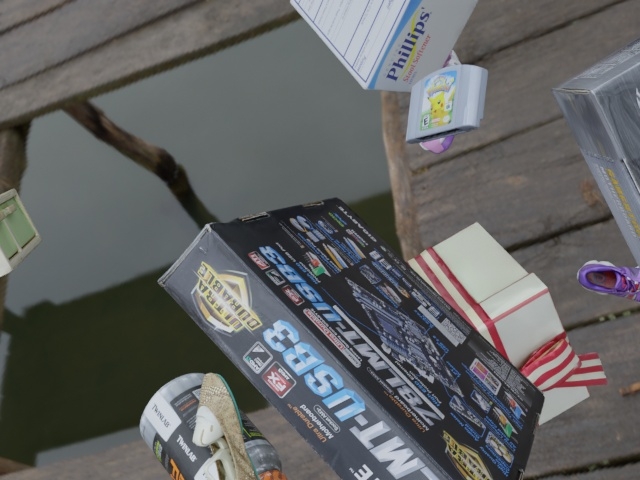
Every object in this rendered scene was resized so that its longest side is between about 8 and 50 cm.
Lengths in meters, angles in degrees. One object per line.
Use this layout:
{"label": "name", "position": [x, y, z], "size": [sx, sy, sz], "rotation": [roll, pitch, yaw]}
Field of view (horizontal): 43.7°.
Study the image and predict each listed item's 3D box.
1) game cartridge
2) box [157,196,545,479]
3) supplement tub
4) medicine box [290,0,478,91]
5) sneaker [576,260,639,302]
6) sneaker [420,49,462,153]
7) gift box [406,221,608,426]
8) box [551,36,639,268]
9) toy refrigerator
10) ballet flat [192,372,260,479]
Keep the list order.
{"label": "game cartridge", "position": [0.099, -0.110, 0.641], "size": [0.083, 0.017, 0.056], "rotation": [-6, 71, 58]}
{"label": "box", "position": [0.050, 0.093, 0.676], "size": [0.295, 0.293, 0.073], "rotation": [44, 110, 9]}
{"label": "supplement tub", "position": [-0.210, 0.433, 1.612], "size": [0.193, 0.193, 0.316], "rotation": [-48, 54, -3]}
{"label": "medicine box", "position": [0.112, -0.436, 1.339], "size": [0.289, 0.149, 0.263], "rotation": [55, 134, 34]}
{"label": "sneaker", "position": [0.490, 0.071, 1.254], "size": [0.169, 0.071, 0.068], "rotation": [3, 95, 23]}
{"label": "sneaker", "position": [0.240, -0.239, 1.446], "size": [0.095, 0.104, 0.236], "rotation": [-31, 33, 41]}
{"label": "gift box", "position": [0.244, 0.167, 1.187], "size": [0.255, 0.276, 0.258], "rotation": [-34, 29, 3]}
{"label": "box", "position": [0.265, -0.057, 0.411], "size": [0.231, 0.183, 0.056], "rotation": [-30, 13, 2]}
{"label": "toy refrigerator", "position": [-0.506, -0.007, 1.227], "size": [0.094, 0.102, 0.269], "rotation": [-25, 12, -5]}
{"label": "ballet flat", "position": [-0.138, 0.291, 1.120], "size": [0.073, 0.067, 0.206], "rotation": [-23, 87, 51]}
